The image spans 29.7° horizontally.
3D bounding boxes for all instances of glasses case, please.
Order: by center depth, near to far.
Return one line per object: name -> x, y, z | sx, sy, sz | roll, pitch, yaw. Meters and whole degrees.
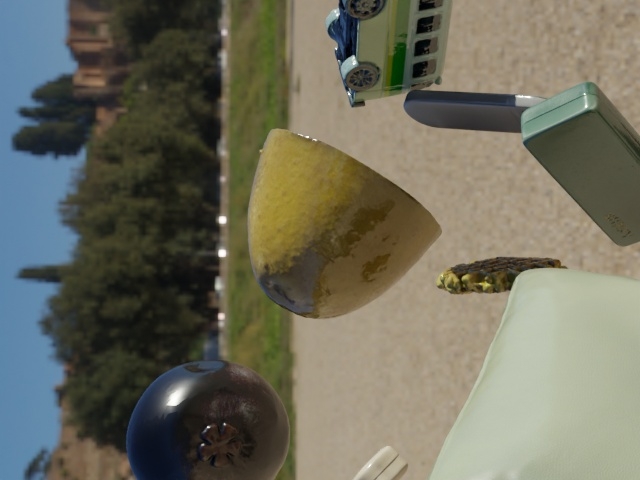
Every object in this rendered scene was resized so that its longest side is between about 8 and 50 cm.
glasses case -> 0.262, -0.066, 1.103 | 0.184, 0.078, 0.039 | 40, -140, -35
glasses case -> 0.066, 0.360, 1.729 | 0.050, 0.083, 0.196 | 45, 146, 13

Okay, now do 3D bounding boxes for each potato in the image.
potato -> 0.000, 0.000, 1.225 | 0.158, 0.203, 0.178 | -57, 27, -13

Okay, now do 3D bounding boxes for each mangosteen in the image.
mangosteen -> -0.196, 0.328, 2.056 | 0.302, 0.275, 0.275 | -171, 82, -75

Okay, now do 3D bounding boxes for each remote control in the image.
remote control -> 0.219, -0.172, 1.619 | 0.077, 0.245, 0.022 | 39, -114, -48

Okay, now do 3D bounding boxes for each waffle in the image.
waffle -> 0.255, 0.050, 1.727 | 0.191, 0.191, 0.038 | -118, 21, -83

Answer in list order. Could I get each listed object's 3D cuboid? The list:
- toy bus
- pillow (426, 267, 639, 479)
toy bus -> 0.098, -0.328, 1.641 | 0.276, 0.165, 0.133 | 93, 166, -51
pillow -> 0.216, 0.130, 0.788 | 0.322, 0.255, 0.120 | -56, -28, -53
